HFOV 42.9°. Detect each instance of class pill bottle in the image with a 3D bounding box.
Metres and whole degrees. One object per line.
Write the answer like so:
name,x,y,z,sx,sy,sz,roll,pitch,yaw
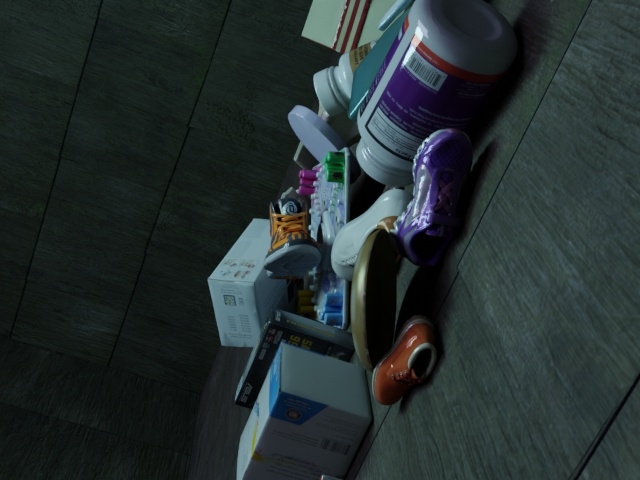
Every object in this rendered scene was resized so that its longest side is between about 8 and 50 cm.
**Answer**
pill bottle,0.176,-0.240,1.354,0.323,0.182,0.181,119,165,-46
pill bottle,0.108,-0.353,1.738,0.229,0.131,0.131,-20,35,20

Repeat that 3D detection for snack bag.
snack bag,0.248,-0.572,1.559,0.323,0.037,0.342,-39,13,53

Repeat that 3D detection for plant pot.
plant pot,0.086,0.098,1.315,0.236,0.033,0.236,1,-90,-73
plant pot,0.184,-0.326,1.544,0.234,0.166,0.165,-54,20,42

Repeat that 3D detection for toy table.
toy table,0.050,-0.276,1.942,0.161,0.252,0.274,-51,-25,-8

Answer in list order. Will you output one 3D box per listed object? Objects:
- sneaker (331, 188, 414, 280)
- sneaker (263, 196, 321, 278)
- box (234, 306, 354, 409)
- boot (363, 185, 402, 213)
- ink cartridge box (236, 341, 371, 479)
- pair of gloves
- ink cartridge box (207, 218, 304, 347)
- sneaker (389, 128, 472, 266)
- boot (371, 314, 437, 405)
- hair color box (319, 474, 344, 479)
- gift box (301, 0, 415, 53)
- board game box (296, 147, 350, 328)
sneaker,0.087,0.022,1.564,0.290,0.106,0.123,125,163,-53
sneaker,-0.075,-0.018,1.846,0.321,0.125,0.180,138,132,-74
box,-0.056,0.265,1.679,0.056,0.183,0.231,-87,19,-60
boot,0.134,-0.089,1.715,0.106,0.037,0.114,-120,45,-59
ink cartridge box,-0.034,0.339,1.461,0.168,0.171,0.232,-95,26,-66
pair of gloves,-0.019,-0.128,2.165,0.042,0.204,0.240,0,69,46
ink cartridge box,-0.154,0.135,2.115,0.309,0.130,0.271,-59,-33,-55
sneaker,0.183,-0.056,1.271,0.104,0.095,0.236,-103,27,-62
boot,0.125,0.196,1.211,0.084,0.059,0.157,-103,34,-62
hair color box,0.031,0.432,1.174,0.167,0.093,0.053,-84,15,-52
gift box,0.127,-0.561,1.909,0.276,0.255,0.258,-51,-18,-68
board game box,0.000,0.000,1.914,0.390,0.050,0.389,171,100,-79
